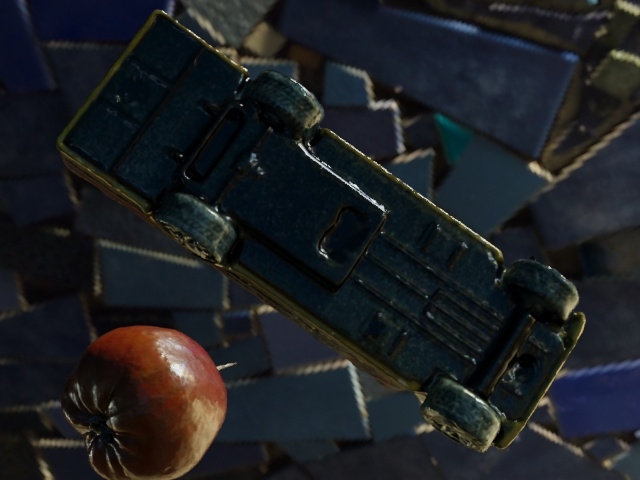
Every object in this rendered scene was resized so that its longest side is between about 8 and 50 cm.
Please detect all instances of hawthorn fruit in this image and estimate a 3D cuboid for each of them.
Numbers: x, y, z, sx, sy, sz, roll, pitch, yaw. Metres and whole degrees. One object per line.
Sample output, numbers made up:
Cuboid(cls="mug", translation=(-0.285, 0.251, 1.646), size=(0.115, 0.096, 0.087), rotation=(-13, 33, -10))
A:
Cuboid(cls="hawthorn fruit", translation=(-0.130, 0.117, 0.946), size=(0.140, 0.125, 0.125), rotation=(-46, 31, -16))

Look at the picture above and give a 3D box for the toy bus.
Cuboid(cls="toy bus", translation=(0.000, 0.000, 0.795), size=(0.121, 0.336, 0.123), rotation=(-56, 5, -13))
